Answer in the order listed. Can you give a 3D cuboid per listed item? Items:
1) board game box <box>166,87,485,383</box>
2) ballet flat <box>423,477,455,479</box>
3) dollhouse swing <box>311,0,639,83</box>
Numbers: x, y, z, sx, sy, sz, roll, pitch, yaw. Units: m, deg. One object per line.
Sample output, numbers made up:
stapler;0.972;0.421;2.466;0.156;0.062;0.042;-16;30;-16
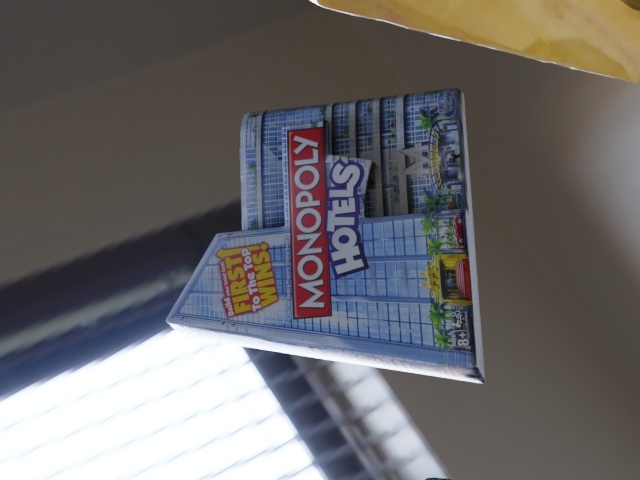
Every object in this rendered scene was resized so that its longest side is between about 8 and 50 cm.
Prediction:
board game box;0.000;0.000;1.075;0.194;0.194;0.060;-6;-16;9
ballet flat;0.016;0.160;0.729;0.247;0.087;0.083;-50;15;53
dollhouse swing;0.173;-0.231;0.584;0.305;0.347;0.315;-34;-43;-62
